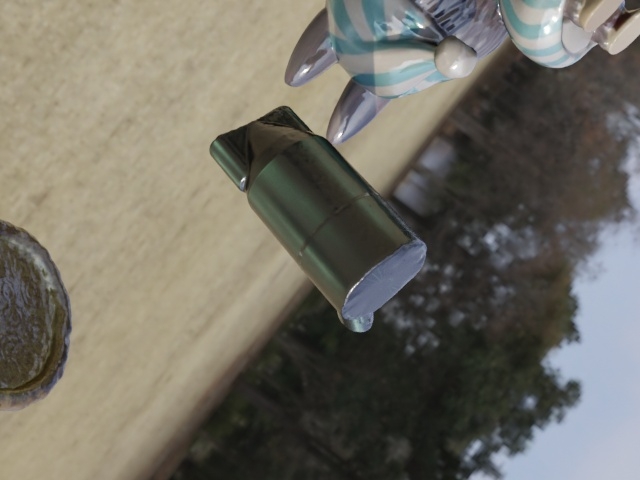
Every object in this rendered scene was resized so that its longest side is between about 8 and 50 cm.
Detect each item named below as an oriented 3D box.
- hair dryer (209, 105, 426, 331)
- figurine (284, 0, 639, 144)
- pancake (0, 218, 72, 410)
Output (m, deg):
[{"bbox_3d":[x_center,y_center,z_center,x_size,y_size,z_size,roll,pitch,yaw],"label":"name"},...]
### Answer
[{"bbox_3d":[0.000,0.000,1.395,0.116,0.244,0.302,-35,156,-13],"label":"hair dryer"},{"bbox_3d":[0.157,-0.253,1.574,0.378,0.361,0.266,-54,150,16],"label":"figurine"},{"bbox_3d":[-0.301,0.066,1.169,0.021,0.199,0.199,-16,-162,26],"label":"pancake"}]
